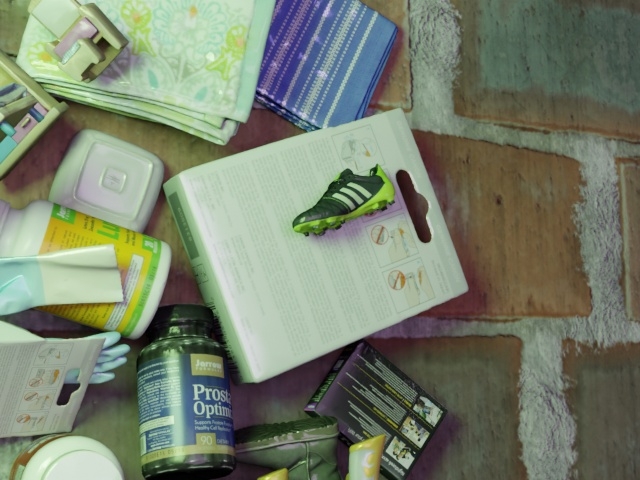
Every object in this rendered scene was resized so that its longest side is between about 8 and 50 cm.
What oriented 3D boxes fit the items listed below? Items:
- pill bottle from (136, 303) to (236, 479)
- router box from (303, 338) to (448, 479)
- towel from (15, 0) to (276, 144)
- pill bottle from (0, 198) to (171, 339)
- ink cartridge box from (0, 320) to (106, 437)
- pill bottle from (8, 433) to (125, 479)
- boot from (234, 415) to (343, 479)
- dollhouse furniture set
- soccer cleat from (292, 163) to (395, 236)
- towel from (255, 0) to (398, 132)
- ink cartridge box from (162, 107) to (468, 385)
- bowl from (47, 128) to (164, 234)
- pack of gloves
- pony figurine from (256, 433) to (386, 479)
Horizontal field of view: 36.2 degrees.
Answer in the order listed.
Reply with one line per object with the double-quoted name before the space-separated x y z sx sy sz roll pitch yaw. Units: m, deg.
"pill bottle" -0.179 0.201 1.288 0.122 0.123 0.219 2 67 -23
"router box" 0.083 0.250 1.442 0.179 0.046 0.133 41 68 -11
"towel" -0.224 -0.342 1.366 0.320 0.090 0.375 14 75 -9
"pill bottle" -0.328 0.028 1.256 0.245 0.136 0.136 21 73 -19
"ink cartridge box" -0.396 0.169 1.194 0.224 0.181 0.056 0 41 -37
"pill bottle" -0.303 0.295 1.175 0.121 0.216 0.121 4 79 -23
"boot" -0.042 0.360 1.361 0.189 0.076 0.209 -6 99 -3
"dollhouse furniture set" -0.415 -0.184 1.125 0.198 0.303 0.286 44 103 -11
"soccer cleat" 0.027 -0.058 1.380 0.179 0.060 0.072 -21 80 -33
"towel" -0.054 -0.319 1.491 0.336 0.040 0.243 29 70 -16
"ink cartridge box" 0.000 0.000 1.434 0.385 0.091 0.308 -20 89 -28
"bowl" -0.287 -0.077 1.341 0.142 0.053 0.142 23 73 -20
"pack of gloves" -0.353 0.111 1.191 0.232 0.046 0.195 -7 117 -6
"pony figurine" -0.006 0.469 1.223 0.351 0.303 0.363 -16 81 -19
